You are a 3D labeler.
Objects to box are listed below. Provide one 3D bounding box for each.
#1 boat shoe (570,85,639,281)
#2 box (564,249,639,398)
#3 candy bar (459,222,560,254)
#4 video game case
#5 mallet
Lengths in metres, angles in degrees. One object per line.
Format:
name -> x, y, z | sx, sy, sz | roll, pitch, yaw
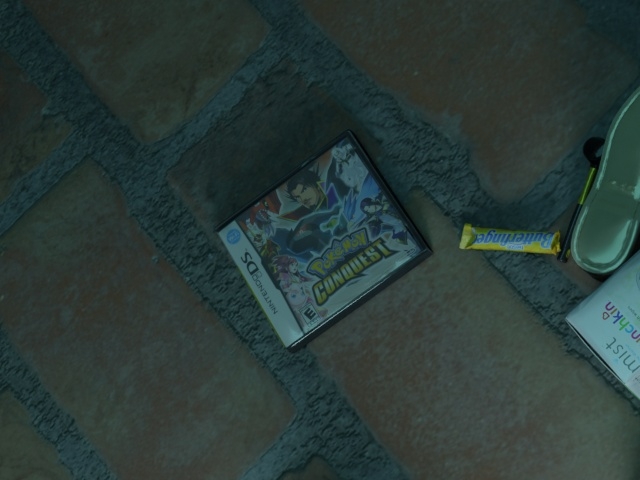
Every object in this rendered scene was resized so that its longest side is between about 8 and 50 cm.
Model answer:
boat shoe -> 0.458, -0.092, 1.911 | 0.116, 0.097, 0.324 | 22, 84, 27
box -> 0.464, 0.092, 1.767 | 0.231, 0.262, 0.127 | -43, 65, 5
candy bar -> 0.283, -0.001, 1.991 | 0.161, 0.018, 0.040 | 4, 74, 32
video game case -> 0.000, 0.000, 2.103 | 0.275, 0.035, 0.248 | -36, 66, 9
mallet -> 0.389, -0.058, 1.968 | 0.039, 0.062, 0.189 | 21, 99, 32
